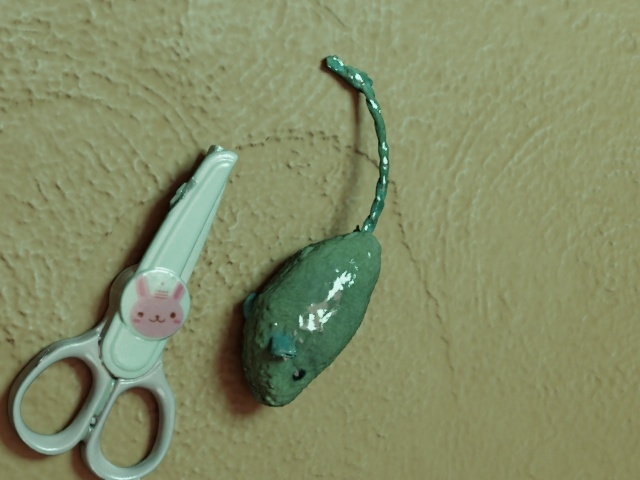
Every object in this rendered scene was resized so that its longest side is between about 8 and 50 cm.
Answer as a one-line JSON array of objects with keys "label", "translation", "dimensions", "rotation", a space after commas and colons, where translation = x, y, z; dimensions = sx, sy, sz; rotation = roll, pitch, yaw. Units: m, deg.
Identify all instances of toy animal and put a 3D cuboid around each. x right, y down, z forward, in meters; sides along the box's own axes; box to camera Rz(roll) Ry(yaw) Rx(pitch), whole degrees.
[{"label": "toy animal", "translation": [0.010, 0.000, 1.214], "dimensions": [0.079, 0.070, 0.253], "rotation": [25, 81, -41]}]

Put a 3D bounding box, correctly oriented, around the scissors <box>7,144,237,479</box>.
[{"label": "scissors", "translation": [-0.118, 0.046, 1.176], "dimensions": [0.118, 0.030, 0.242], "rotation": [29, 85, -25]}]
